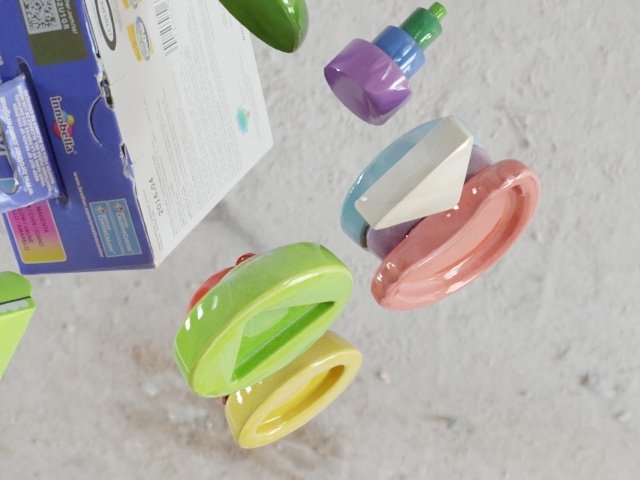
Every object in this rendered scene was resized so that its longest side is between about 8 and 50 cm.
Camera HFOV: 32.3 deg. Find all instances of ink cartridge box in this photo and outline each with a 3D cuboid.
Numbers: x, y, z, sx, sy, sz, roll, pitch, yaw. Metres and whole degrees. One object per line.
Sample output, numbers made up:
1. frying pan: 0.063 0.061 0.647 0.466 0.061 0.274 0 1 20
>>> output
1. ink cartridge box: -0.194 -0.142 1.038 0.151 0.395 0.270 -5 112 18

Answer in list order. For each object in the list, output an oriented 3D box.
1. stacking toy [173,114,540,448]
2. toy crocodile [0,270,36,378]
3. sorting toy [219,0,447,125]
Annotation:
1. stacking toy: 0.000 0.000 0.822 0.130 0.309 0.279 51 -178 23
2. toy crocodile: -0.272 0.067 0.519 0.105 0.340 0.115 39 117 19
3. sorting toy: -0.042 -0.253 0.895 0.365 0.126 0.127 42 169 11
